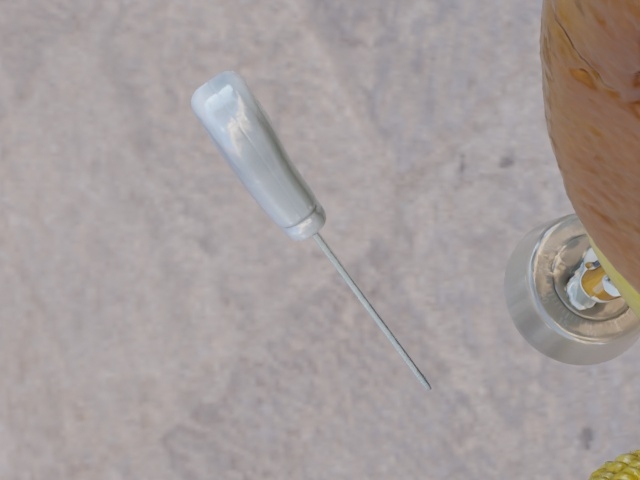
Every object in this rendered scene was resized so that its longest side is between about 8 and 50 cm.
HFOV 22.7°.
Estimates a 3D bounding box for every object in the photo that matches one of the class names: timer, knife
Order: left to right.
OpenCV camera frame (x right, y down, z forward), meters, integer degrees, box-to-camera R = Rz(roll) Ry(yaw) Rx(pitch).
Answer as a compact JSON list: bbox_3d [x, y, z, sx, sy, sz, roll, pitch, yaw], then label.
[{"bbox_3d":[-0.001,-0.001,1.189,0.044,0.331,0.080,-36,39,-1],"label":"knife"},{"bbox_3d":[0.311,0.028,1.711,0.266,0.175,0.175,117,140,-75],"label":"timer"}]

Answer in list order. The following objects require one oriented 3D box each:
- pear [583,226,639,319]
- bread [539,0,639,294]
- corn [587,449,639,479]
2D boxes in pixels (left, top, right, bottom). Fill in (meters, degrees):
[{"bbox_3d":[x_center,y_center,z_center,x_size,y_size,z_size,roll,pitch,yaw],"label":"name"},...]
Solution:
[{"bbox_3d":[0.357,-0.074,1.156,0.362,0.362,0.418,2,124,41],"label":"pear"},{"bbox_3d":[0.213,-0.063,0.692,0.183,0.389,0.236,-34,61,-11],"label":"bread"},{"bbox_3d":[0.119,0.193,0.786,0.081,0.248,0.081,21,130,27],"label":"corn"}]
